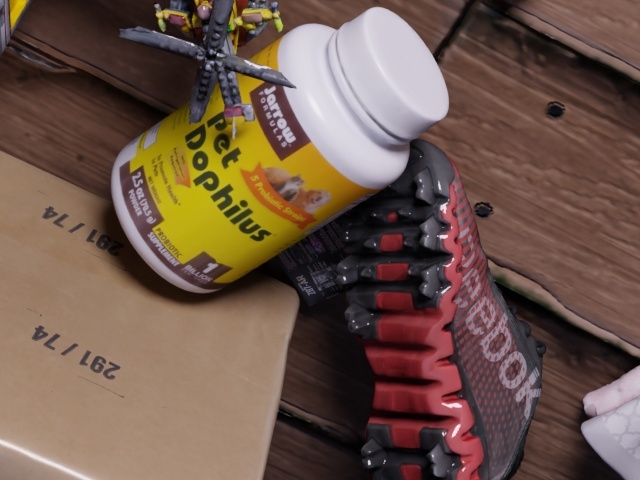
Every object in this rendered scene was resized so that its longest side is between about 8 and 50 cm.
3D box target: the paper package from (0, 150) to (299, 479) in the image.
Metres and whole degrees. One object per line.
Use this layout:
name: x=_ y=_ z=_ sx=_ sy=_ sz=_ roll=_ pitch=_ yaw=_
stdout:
paper package: x=-0.197 y=0.103 z=1.284 sx=0.324 sy=0.309 sz=0.168 roll=24 pitch=121 yaw=-7

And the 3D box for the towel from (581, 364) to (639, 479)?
towel: x=0.399 y=0.169 z=1.382 sx=0.317 sy=0.053 sz=0.332 roll=-28 pitch=116 yaw=26

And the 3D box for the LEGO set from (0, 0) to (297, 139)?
LEGO set: x=-0.154 y=-0.210 z=1.127 sx=0.331 sy=0.192 sz=0.255 roll=14 pitch=126 yaw=0

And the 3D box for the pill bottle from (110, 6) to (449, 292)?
pill bottle: x=-0.025 y=-0.061 z=1.255 sx=0.215 sy=0.117 sz=0.117 roll=-32 pitch=114 yaw=28

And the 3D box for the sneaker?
sneaker: x=0.088 y=0.061 z=1.334 sx=0.097 sy=0.135 sz=0.276 roll=4 pitch=105 yaw=44

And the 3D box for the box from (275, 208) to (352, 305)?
box: x=0.000 y=0.000 z=1.355 sx=0.067 sy=0.018 sz=0.083 roll=-24 pitch=118 yaw=24
